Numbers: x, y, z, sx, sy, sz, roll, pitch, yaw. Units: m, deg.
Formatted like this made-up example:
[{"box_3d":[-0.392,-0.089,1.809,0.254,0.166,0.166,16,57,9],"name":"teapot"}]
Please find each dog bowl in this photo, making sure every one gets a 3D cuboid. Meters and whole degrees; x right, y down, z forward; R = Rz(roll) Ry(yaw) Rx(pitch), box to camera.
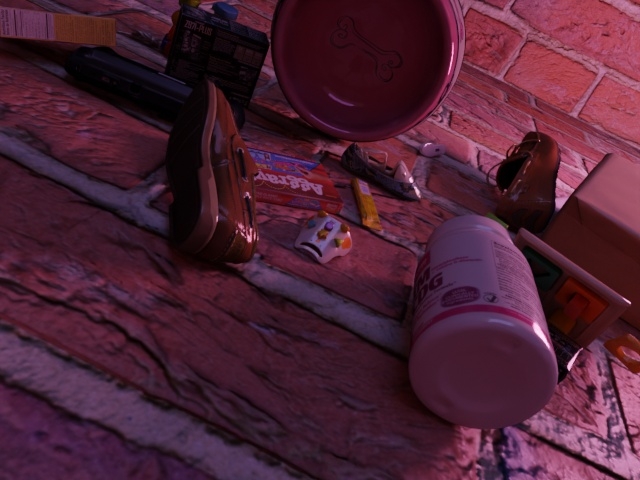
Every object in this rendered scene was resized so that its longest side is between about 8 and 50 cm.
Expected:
[{"box_3d":[0.086,-0.378,1.084,0.408,0.407,0.150,24,25,-4],"name":"dog bowl"}]

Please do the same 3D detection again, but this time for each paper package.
[{"box_3d":[0.653,-0.004,1.133,0.309,0.168,0.325,38,42,20],"name":"paper package"}]

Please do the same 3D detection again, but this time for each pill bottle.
[{"box_3d":[0.201,0.086,0.714,0.160,0.160,0.283,25,30,-2],"name":"pill bottle"}]

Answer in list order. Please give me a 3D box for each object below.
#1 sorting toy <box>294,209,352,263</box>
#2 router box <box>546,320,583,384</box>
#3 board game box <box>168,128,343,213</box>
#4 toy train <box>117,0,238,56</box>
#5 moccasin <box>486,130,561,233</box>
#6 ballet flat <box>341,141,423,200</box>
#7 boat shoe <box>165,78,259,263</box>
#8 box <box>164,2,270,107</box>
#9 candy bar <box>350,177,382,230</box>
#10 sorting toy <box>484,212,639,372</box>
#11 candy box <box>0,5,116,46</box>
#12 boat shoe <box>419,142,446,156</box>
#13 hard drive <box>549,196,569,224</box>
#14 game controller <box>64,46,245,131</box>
[{"box_3d":[0.000,0.000,0.825,0.083,0.044,0.075,32,50,10],"name":"sorting toy"},{"box_3d":[0.324,0.152,0.827,0.122,0.038,0.092,41,34,22],"name":"router box"},{"box_3d":[-0.107,-0.115,0.924,0.281,0.027,0.145,8,36,-28],"name":"board game box"},{"box_3d":[-0.315,-0.487,1.222,0.248,0.143,0.105,15,32,-18],"name":"toy train"},{"box_3d":[0.484,-0.157,1.316,0.147,0.139,0.380,20,47,10],"name":"moccasin"},{"box_3d":[0.134,-0.143,1.110,0.188,0.070,0.070,24,31,-4],"name":"ballet flat"},{"box_3d":[-0.149,-0.097,0.774,0.104,0.111,0.307,23,47,-36],"name":"boat shoe"},{"box_3d":[-0.215,-0.376,1.124,0.180,0.147,0.077,12,34,-21],"name":"box"},{"box_3d":[0.082,-0.070,1.004,0.040,0.018,0.161,19,31,-19],"name":"candy bar"},{"box_3d":[0.357,0.088,0.850,0.047,0.196,0.348,-42,66,-18],"name":"sorting toy"},{"box_3d":[-0.476,-0.384,0.983,0.187,0.053,0.109,-5,22,-32],"name":"candy box"},{"box_3d":[0.278,-0.234,1.392,0.100,0.035,0.035,-13,20,-42],"name":"boat shoe"},{"box_3d":[0.696,-0.042,1.397,0.308,0.040,0.203,-7,44,-43],"name":"hard drive"},{"box_3d":[-0.295,-0.277,1.014,0.319,0.067,0.166,22,16,-8],"name":"game controller"}]
